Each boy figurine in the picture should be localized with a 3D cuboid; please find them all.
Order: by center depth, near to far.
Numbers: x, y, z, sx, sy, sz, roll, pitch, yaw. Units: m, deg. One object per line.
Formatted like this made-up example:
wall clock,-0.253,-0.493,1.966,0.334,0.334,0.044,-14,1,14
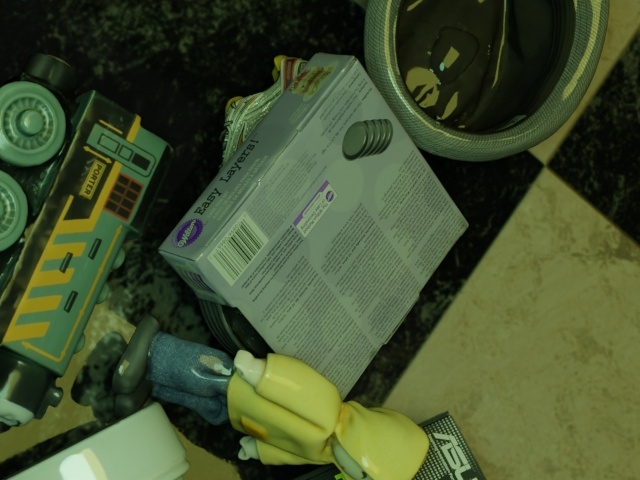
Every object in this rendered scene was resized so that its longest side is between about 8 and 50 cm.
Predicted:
boy figurine,-0.044,0.163,1.579,0.285,0.177,0.092,22,57,6

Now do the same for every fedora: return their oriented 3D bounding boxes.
fedora,0.152,-0.209,1.749,0.244,0.124,0.275,21,82,-13

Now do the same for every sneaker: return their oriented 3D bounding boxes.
sneaker,-0.067,-0.085,1.680,0.093,0.088,0.225,34,69,7

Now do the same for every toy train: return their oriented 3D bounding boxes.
toy train,-0.267,0.002,1.558,0.190,0.142,0.334,29,72,-23

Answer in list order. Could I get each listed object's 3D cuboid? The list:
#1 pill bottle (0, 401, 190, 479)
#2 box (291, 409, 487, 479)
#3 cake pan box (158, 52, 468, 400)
pill bottle,-0.136,0.355,1.489,0.224,0.224,0.392,-26,89,-22
box,0.086,0.323,1.620,0.216,0.060,0.270,-21,71,-18
cake pan box,0.000,0.000,1.632,0.267,0.070,0.246,-54,128,-19
